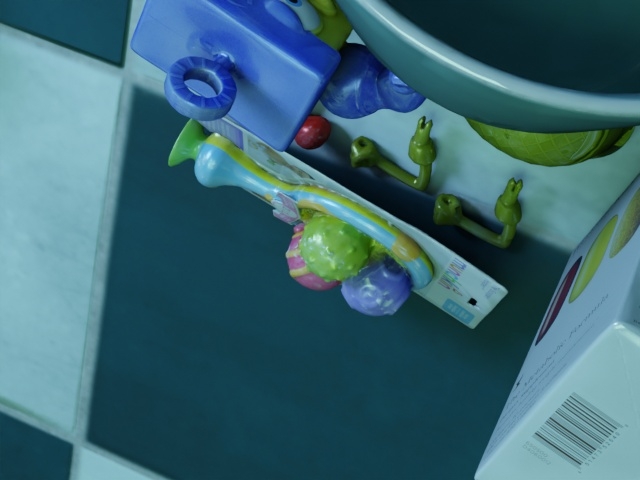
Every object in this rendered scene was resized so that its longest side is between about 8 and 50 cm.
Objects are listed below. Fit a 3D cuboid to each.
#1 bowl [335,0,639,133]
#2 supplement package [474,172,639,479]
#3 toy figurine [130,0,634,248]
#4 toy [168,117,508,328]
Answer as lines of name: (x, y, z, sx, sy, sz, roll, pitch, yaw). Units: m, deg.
bowl: (0.117, -0.175, 0.665, 0.311, 0.311, 0.163, 32, 163, 5)
supplement package: (0.204, 0.059, 0.767, 0.134, 0.244, 0.139, 35, 127, 1)
toy figurine: (-0.016, -0.093, 0.796, 0.362, 0.217, 0.191, 37, 128, 1)
toy: (0.000, 0.000, 0.905, 0.237, 0.056, 0.137, 35, 168, 5)
